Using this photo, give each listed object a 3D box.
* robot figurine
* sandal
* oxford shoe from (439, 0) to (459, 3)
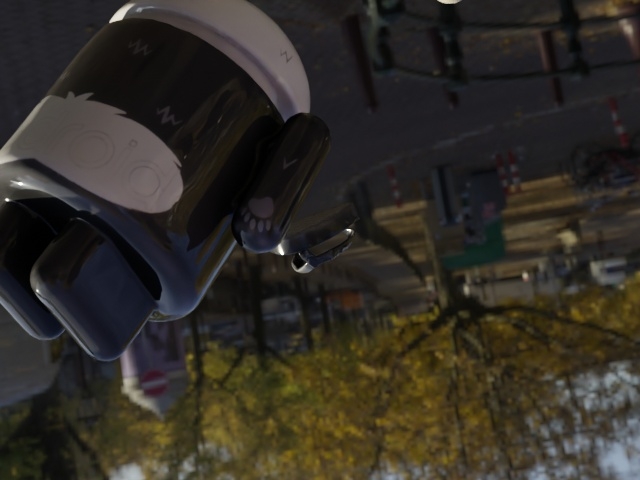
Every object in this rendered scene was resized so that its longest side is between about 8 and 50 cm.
[{"bbox_3d":[-0.120,-0.053,0.756,0.209,0.278,0.173,32,152,-4],"label":"robot figurine"},{"bbox_3d":[0.001,0.000,1.133,0.097,0.054,0.254,-19,180,5],"label":"sandal"},{"bbox_3d":[0.166,-0.388,1.037,0.140,0.397,0.146,19,142,18],"label":"oxford shoe"}]
